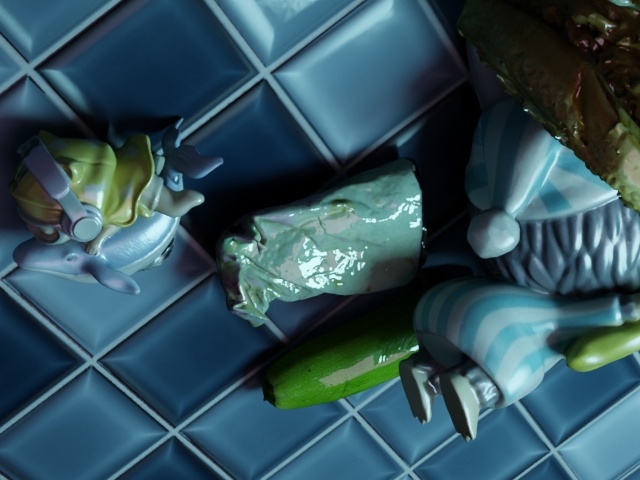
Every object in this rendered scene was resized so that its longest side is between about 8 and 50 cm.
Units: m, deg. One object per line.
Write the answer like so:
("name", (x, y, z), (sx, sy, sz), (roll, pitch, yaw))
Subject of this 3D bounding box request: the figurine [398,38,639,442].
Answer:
("figurine", (0.200, -0.046, 1.497), (0.361, 0.266, 0.377), (-29, 100, -19))

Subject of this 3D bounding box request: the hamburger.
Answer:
("hamburger", (0.284, -0.145, 1.254), (0.318, 0.277, 0.195), (41, 98, -12))

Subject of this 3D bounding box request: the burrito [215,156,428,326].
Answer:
("burrito", (0.000, 0.000, 1.490), (0.229, 0.089, 0.143), (-14, 118, -22))

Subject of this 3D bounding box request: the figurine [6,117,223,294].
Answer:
("figurine", (-0.197, -0.041, 1.321), (0.208, 0.128, 0.183), (-39, 133, -7))

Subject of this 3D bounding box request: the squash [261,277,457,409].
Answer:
("squash", (0.069, 0.120, 1.628), (0.293, 0.082, 0.082), (-23, 134, -11))
